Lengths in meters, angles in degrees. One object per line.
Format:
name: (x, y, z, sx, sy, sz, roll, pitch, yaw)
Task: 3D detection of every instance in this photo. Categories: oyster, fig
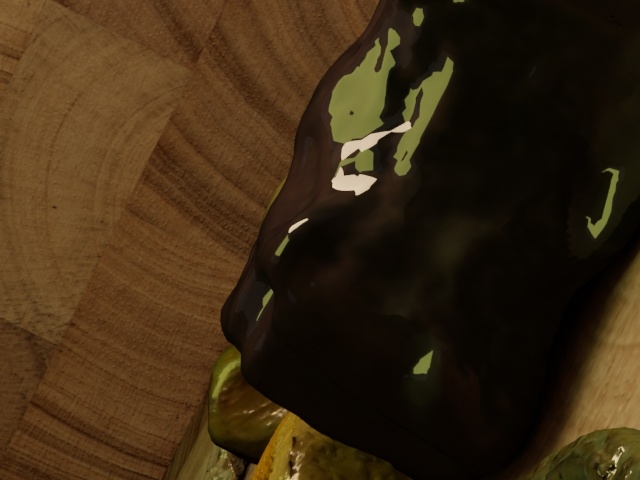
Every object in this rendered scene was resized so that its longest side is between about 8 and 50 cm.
oyster: (-0.118, 0.282, 2.171, 0.103, 0.051, 0.148, 132, 149, -60)
fig: (-0.051, 0.167, 1.711, 0.154, 0.144, 0.165, -6, -38, -52)

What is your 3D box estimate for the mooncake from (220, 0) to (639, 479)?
mooncake: (0.087, -0.040, 1.037, 0.381, 0.212, 0.350, -63, -1, -15)

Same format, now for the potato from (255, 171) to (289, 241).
potato: (0.000, 0.000, 1.942, 0.191, 0.141, 0.296, -40, 17, 33)

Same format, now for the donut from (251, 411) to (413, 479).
donut: (-0.018, 0.240, 1.144, 0.303, 0.110, 0.303, -64, 5, 10)

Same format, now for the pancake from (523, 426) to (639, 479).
pancake: (0.093, 0.190, 0.700, 0.253, 0.037, 0.253, -63, 6, 12)
